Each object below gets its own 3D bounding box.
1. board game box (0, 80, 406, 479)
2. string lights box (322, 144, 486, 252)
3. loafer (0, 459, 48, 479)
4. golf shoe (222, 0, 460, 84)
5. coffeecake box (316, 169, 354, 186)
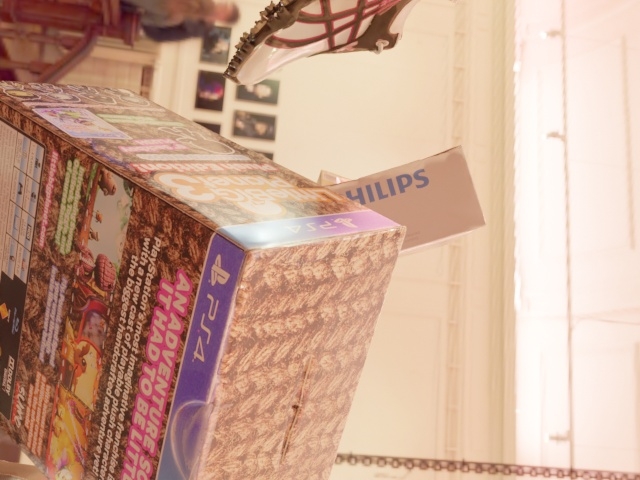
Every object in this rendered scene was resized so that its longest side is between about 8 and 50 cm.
[{"bbox_3d":[-0.122,0.044,0.539,0.291,0.141,0.232,30,-66,33],"label":"board game box"},{"bbox_3d":[0.072,-0.021,0.777,0.260,0.133,0.077,50,24,-86],"label":"string lights box"},{"bbox_3d":[-0.256,0.286,0.824,0.130,0.134,0.366,45,-3,29],"label":"loafer"},{"bbox_3d":[0.020,-0.227,0.800,0.273,0.120,0.105,-32,-157,22],"label":"golf shoe"},{"bbox_3d":[0.000,0.000,1.231,0.142,0.068,0.185,-92,-159,-68],"label":"coffeecake box"}]
